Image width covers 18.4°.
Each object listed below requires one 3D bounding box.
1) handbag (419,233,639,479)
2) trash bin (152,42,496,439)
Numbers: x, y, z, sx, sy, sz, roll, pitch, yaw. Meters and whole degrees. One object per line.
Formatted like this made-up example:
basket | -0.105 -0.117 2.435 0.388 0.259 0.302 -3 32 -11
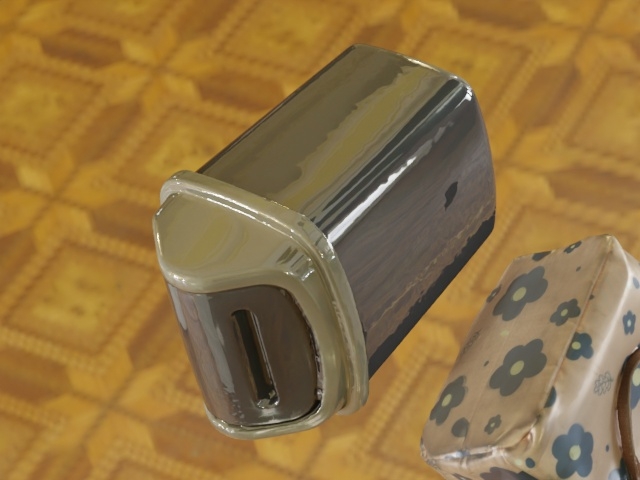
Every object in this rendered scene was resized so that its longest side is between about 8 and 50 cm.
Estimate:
handbag | 0.233 0.147 1.804 0.190 0.193 0.251 -21 36 54
trash bin | 0.000 0.000 1.530 0.182 0.209 0.290 22 52 35
